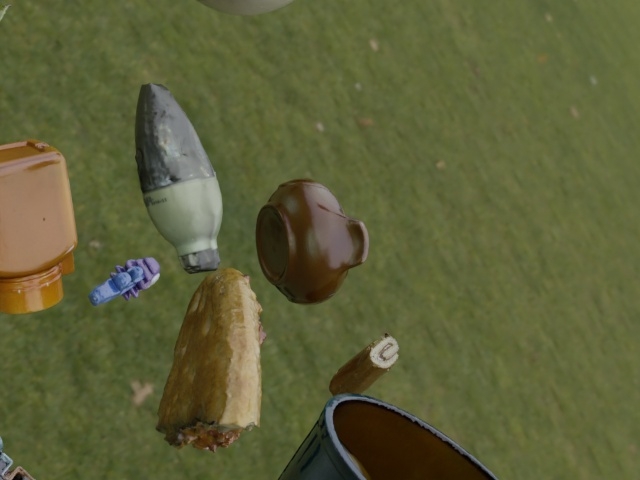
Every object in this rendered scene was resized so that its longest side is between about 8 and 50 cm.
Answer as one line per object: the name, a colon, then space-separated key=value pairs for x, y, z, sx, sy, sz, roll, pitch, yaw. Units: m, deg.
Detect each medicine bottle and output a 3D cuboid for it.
medicine bottle: x=-0.427 y=-0.017 z=1.727 sx=0.149 sy=0.112 sz=0.222 roll=-17 pitch=115 yaw=-30

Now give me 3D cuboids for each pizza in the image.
pizza: x=-0.150 y=0.185 z=1.780 sx=0.114 sy=0.278 sz=0.409 roll=15 pitch=13 yaw=-13

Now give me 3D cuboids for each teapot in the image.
teapot: x=0.000 y=0.000 z=0.954 sx=0.129 sy=0.078 sz=0.098 roll=178 pitch=-94 yaw=-70

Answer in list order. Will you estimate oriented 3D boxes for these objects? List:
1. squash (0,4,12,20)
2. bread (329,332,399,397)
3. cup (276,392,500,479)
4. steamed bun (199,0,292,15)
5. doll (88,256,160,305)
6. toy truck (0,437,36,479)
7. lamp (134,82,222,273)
squash: x=-0.408 y=-0.149 z=1.382 sx=0.169 sy=0.252 sz=0.093 roll=51 pitch=35 yaw=-42
bread: x=0.046 y=0.135 z=1.288 sx=0.036 sy=0.083 sz=0.047 roll=44 pitch=41 yaw=-1
cup: x=0.051 y=0.346 z=1.131 sx=0.308 sy=0.292 sz=0.242 roll=35 pitch=14 yaw=-1
steamed bun: x=-0.086 y=-0.517 z=1.829 sx=0.241 sy=0.374 sz=0.374 roll=0 pitch=59 yaw=-30
doll: x=-0.342 y=0.073 z=2.155 sx=0.067 sy=0.110 sz=0.206 roll=60 pitch=32 yaw=0
toy truck: x=-0.432 y=0.392 z=1.660 sx=0.305 sy=0.162 sz=0.136 roll=46 pitch=44 yaw=-10
lamp: x=-0.180 y=-0.078 z=1.555 sx=0.101 sy=0.101 sz=0.250 roll=-20 pitch=96 yaw=-67
